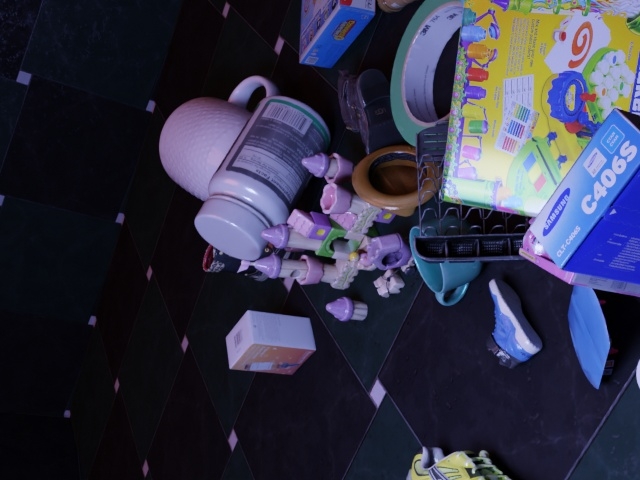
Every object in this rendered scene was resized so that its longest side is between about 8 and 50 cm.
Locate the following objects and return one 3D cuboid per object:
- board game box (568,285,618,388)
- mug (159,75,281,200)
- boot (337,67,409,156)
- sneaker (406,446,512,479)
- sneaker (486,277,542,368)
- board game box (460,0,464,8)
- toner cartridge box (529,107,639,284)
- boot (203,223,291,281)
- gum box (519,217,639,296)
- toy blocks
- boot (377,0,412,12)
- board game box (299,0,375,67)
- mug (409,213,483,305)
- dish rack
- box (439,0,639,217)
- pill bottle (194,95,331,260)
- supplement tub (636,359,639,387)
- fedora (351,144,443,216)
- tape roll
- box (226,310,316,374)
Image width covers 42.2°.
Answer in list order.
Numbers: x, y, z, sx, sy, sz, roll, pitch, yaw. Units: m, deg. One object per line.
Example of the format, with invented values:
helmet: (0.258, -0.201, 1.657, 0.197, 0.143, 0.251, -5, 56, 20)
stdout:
board game box: (0.401, 0.127, 1.200, 0.168, 0.033, 0.133, 82, 179, -48)
mug: (-0.227, -0.267, 2.226, 0.328, 0.276, 0.374, 32, 96, 55)
boot: (0.104, -0.256, 1.814, 0.229, 0.091, 0.262, -160, 59, -76)
sneaker: (0.248, 0.410, 1.317, 0.385, 0.145, 0.147, -14, 71, 57)
sneaker: (0.301, 0.141, 1.382, 0.084, 0.058, 0.152, -48, 49, 31)
board game box: (0.365, -0.351, 1.307, 0.254, 0.079, 0.335, -28, 57, 32)
toner cartridge box: (0.420, -0.026, 0.926, 0.165, 0.348, 0.075, -62, 33, 30)
boot: (-0.184, 0.024, 2.141, 0.236, 0.179, 0.085, -50, 42, 44)
gum box: (0.377, 0.024, 1.148, 0.107, 0.189, 0.062, 37, 113, 57)
toy blocks: (0.000, 0.000, 1.745, 0.288, 0.260, 0.308, -58, 37, 34)
boot: (0.219, -0.604, 1.713, 0.270, 0.089, 0.236, 2, 96, 61)
board game box: (0.038, -0.610, 1.962, 0.308, 0.086, 0.301, 149, 126, -69)
mug: (0.231, 0.026, 1.488, 0.157, 0.097, 0.129, 89, 156, -59)
dish rack: (0.257, -0.088, 1.396, 0.074, 0.208, 0.271, 75, -165, -71)
box: (0.336, -0.182, 1.123, 0.279, 0.177, 0.289, 13, 107, 28)
pill bottle: (-0.136, -0.146, 1.945, 0.204, 0.204, 0.361, -20, 37, 57)
supplement tub: (0.461, 0.171, 1.044, 0.071, 0.107, 0.070, -25, 61, 56)
fedora: (0.156, -0.109, 1.649, 0.194, 0.194, 0.079, -117, 9, -46)
tape roll: (0.253, -0.326, 1.579, 0.321, 0.077, 0.321, -24, 62, 55)
box: (-0.119, 0.245, 1.974, 0.130, 0.171, 0.091, -51, 39, 41)
